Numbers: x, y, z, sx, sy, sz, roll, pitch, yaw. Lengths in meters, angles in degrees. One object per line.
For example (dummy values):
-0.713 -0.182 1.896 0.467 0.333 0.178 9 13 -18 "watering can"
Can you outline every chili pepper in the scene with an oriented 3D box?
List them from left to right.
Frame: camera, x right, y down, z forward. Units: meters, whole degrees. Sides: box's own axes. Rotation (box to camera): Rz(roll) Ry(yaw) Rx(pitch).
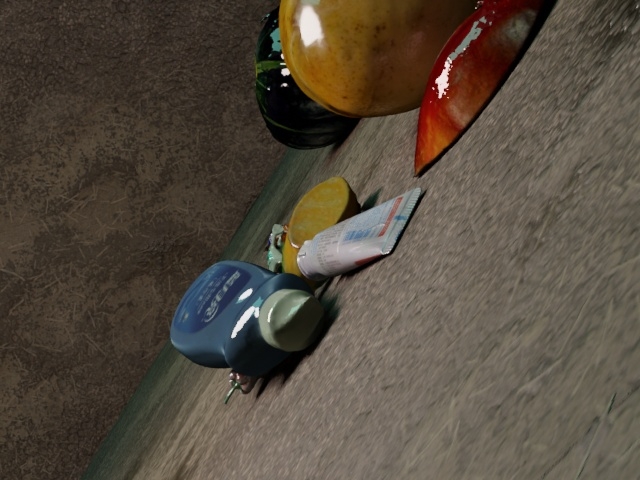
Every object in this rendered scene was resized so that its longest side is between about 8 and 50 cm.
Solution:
-0.075 0.149 1.699 0.050 0.041 0.153 -9 36 54 "chili pepper"

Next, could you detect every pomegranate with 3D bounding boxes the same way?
0.076 -0.289 1.714 0.307 0.307 0.307 -56 7 11 "pomegranate"

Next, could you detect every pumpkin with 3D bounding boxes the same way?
0.008 -0.318 2.544 0.296 0.296 0.296 -56 7 11 "pumpkin"

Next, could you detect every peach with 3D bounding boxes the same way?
0.160 -0.194 1.491 0.279 0.068 0.189 -55 5 19 "peach"

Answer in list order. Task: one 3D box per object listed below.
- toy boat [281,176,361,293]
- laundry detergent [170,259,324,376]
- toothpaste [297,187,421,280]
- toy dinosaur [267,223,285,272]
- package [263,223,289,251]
0.000 0.000 1.724 0.088 0.089 0.229 78 -150 -42 "toy boat"
-0.086 0.093 1.618 0.143 0.094 0.290 -53 19 -16 "laundry detergent"
0.042 0.000 1.529 0.089 0.057 0.234 -62 15 -23 "toothpaste"
-0.073 0.041 2.192 0.106 0.044 0.187 108 176 -59 "toy dinosaur"
-0.055 -0.017 2.334 0.111 0.033 0.077 -38 -8 28 "package"
